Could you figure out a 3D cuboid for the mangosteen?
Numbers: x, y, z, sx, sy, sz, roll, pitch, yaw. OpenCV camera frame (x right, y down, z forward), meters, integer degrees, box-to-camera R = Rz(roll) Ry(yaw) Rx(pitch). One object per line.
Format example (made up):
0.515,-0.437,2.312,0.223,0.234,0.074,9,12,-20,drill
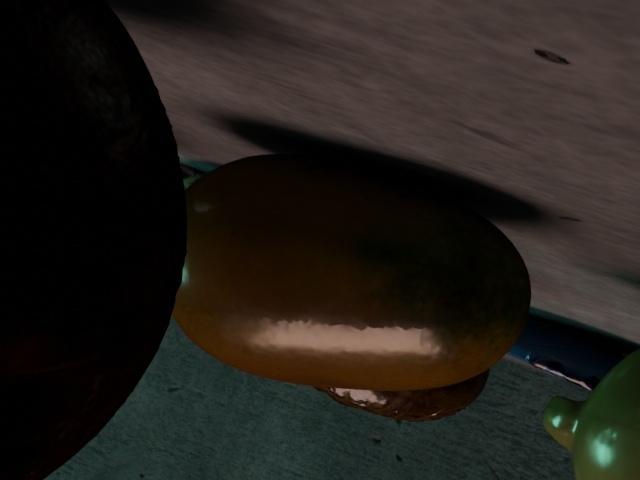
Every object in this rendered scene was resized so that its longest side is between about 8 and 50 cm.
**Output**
-0.149,-0.007,0.435,0.216,0.216,0.216,20,176,1,mangosteen

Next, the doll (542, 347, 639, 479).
0.248,0.127,0.649,0.177,0.161,0.261,20,174,-22,doll

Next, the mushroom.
0.060,0.106,1.353,0.253,0.153,0.253,29,-177,-2,mushroom

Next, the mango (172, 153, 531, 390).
0.014,0.021,0.665,0.221,0.120,0.151,9,170,30,mango

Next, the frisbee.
0.256,0.115,1.244,0.242,0.045,0.242,23,-177,-1,frisbee

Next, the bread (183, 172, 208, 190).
0.000,0.000,0.997,0.267,0.040,0.267,19,176,1,bread
